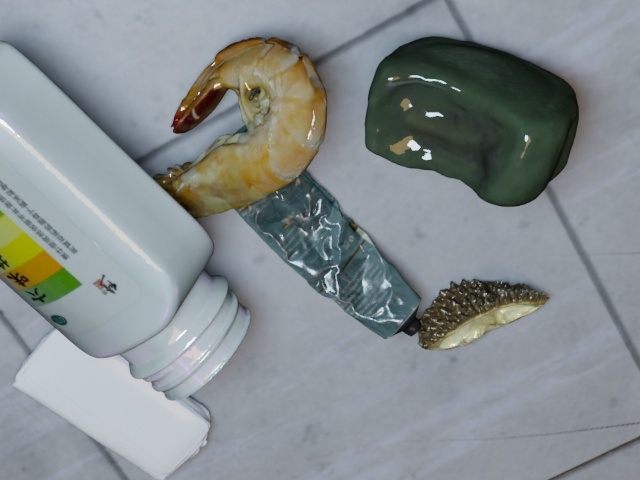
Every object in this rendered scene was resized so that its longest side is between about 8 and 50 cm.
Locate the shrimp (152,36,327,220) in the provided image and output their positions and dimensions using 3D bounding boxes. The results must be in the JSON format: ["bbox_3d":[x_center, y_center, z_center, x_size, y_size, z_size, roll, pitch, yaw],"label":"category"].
[{"bbox_3d":[-0.084,-0.089,1.097,0.236,0.053,0.133,-26,83,40],"label":"shrimp"}]

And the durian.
[{"bbox_3d":[0.148,0.070,1.205,0.130,0.052,0.066,-23,116,7],"label":"durian"}]

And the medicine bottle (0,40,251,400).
[{"bbox_3d":[-0.206,-0.006,1.103,0.324,0.124,0.179,44,137,-21],"label":"medicine bottle"}]

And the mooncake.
[{"bbox_3d":[0.123,-0.096,1.069,0.168,0.175,0.104,2,118,-32],"label":"mooncake"}]

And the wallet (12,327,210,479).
[{"bbox_3d":[-0.193,0.153,1.239,0.190,0.033,0.095,36,110,-16],"label":"wallet"}]

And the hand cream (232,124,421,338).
[{"bbox_3d":[0.000,0.000,1.162,0.075,0.052,0.248,-45,104,4],"label":"hand cream"}]
